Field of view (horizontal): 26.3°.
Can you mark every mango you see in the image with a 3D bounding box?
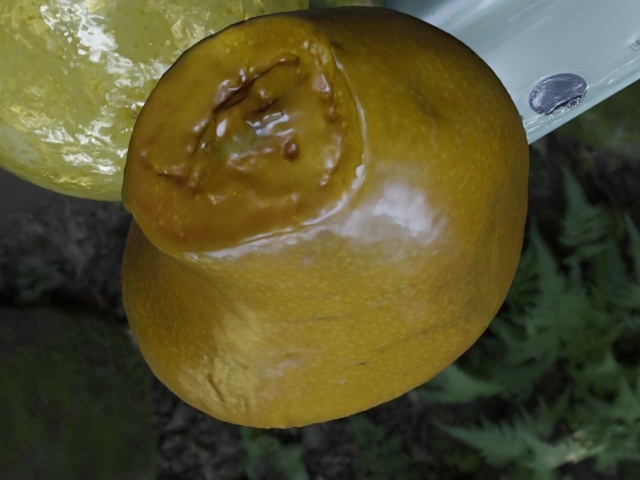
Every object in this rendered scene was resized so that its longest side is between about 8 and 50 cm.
[{"bbox_3d":[0.004,-0.002,0.607,0.187,0.144,0.359,-19,166,-13],"label":"mango"}]

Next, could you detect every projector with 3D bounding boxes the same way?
[{"bbox_3d":[0.219,-0.275,1.393,0.249,0.248,0.248,-31,139,23],"label":"projector"}]

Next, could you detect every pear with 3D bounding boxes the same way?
[{"bbox_3d":[-0.166,-0.200,1.106,0.348,0.348,0.348,-18,151,-10],"label":"pear"}]
